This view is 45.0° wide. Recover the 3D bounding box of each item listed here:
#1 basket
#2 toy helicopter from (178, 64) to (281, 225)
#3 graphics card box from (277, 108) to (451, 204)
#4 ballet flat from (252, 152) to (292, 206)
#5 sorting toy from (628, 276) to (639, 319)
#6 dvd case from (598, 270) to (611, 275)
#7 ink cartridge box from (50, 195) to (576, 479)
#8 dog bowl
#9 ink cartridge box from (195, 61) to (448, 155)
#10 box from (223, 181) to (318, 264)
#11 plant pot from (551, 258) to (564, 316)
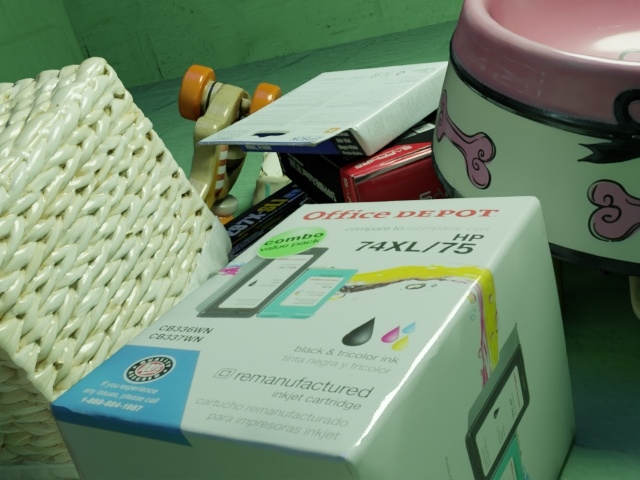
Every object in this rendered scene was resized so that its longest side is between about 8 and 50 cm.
[{"bbox_3d":[-0.319,0.028,0.759,0.328,0.267,0.331,-8,37,24],"label":"basket"},{"bbox_3d":[-0.174,-0.073,1.148,0.140,0.235,0.355,16,52,5],"label":"toy helicopter"},{"bbox_3d":[0.090,-0.117,0.954,0.232,0.094,0.371,-21,24,-11],"label":"graphics card box"},{"bbox_3d":[-0.068,-0.113,1.280,0.086,0.086,0.248,-13,21,7],"label":"ballet flat"},{"bbox_3d":[0.382,0.018,0.685,0.208,0.038,0.193,-2,31,19],"label":"sorting toy"},{"bbox_3d":[0.365,-0.031,0.858,0.164,0.018,0.221,-13,21,10],"label":"dvd case"},{"bbox_3d":[0.022,0.114,0.493,0.198,0.197,0.270,-1,26,33],"label":"ink cartridge box"},{"bbox_3d":[0.295,-0.147,0.662,0.407,0.151,0.408,-6,35,4],"label":"dog bowl"},{"bbox_3d":[0.006,-0.137,0.879,0.224,0.045,0.223,-35,27,-32],"label":"ink cartridge box"},{"bbox_3d":[0.000,0.000,0.961,0.257,0.079,0.322,1,27,39],"label":"box"},{"bbox_3d":[0.184,0.046,0.719,0.083,0.082,0.081,-18,18,-41],"label":"plant pot"}]
